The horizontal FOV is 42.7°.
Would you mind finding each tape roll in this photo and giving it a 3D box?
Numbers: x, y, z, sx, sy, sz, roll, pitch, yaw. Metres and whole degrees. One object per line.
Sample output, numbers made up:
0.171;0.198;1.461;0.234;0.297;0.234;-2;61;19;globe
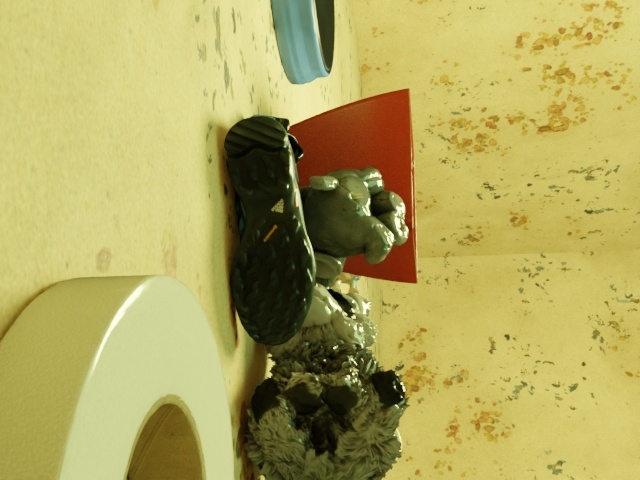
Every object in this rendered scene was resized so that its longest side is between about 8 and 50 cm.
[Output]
-0.141;0.219;0.592;0.392;0.072;0.392;-2;90;-83;tape roll

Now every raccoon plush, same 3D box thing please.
-0.013;0.280;1.240;0.299;0.216;0.446;-97;-163;-70;raccoon plush

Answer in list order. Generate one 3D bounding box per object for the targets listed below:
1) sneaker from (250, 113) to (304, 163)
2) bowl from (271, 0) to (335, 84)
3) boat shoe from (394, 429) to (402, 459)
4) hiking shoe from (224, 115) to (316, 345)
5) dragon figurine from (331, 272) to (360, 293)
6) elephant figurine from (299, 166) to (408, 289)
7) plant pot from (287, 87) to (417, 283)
-0.062;-0.113;1.229;0.188;0.078;0.067;81;10;-52;sneaker
-0.029;-0.502;1.591;0.391;0.077;0.391;-2;90;-83;bowl
0.019;0.250;1.379;0.324;0.117;0.096;58;-41;25;boat shoe
-0.059;-0.014;1.098;0.132;0.113;0.304;-56;145;-81;hiking shoe
0.061;0.041;2.050;0.289;0.085;0.144;78;13;-54;dragon figurine
0.000;0.000;1.234;0.186;0.239;0.169;53;36;-7;elephant figurine
0.049;-0.084;1.455;0.267;0.236;0.267;71;18;-67;plant pot
